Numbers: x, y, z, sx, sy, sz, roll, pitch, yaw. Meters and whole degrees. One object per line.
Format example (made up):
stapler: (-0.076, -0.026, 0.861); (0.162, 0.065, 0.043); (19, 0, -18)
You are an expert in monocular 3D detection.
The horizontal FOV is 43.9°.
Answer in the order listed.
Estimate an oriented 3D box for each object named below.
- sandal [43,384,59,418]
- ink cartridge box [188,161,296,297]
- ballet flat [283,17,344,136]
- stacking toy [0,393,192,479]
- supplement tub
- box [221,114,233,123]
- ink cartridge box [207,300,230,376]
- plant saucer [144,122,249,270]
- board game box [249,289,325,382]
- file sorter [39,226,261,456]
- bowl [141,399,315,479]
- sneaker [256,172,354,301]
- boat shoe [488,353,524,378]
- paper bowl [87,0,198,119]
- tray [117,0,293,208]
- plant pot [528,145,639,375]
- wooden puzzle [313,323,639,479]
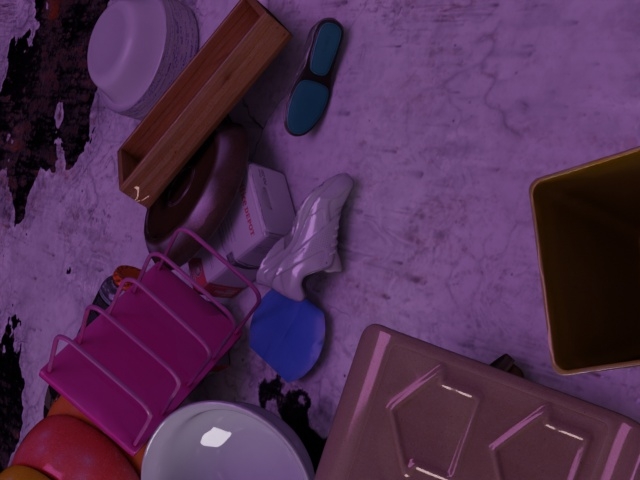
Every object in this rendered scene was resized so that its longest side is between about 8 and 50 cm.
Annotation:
sandal: (-0.489, 0.370, 1.711); (0.302, 0.086, 0.120); (5, 78, 31)
ink cartridge box: (-0.147, -0.015, 1.437); (0.218, 0.092, 0.159); (-38, 55, 36)
ballet flat: (-0.013, -0.285, 1.395); (0.068, 0.072, 0.213); (-141, 70, -72)
stacking toy: (-0.430, 0.434, 1.291); (0.350, 0.480, 0.351); (14, 119, 26)
supplement tub: (-0.424, 0.154, 1.663); (0.117, 0.117, 0.190); (47, 114, 41)
box: (-0.212, -0.192, 1.592); (0.116, 0.029, 0.162); (-50, 51, 26)
ink cartridge box: (-0.277, 0.199, 1.493); (0.176, 0.127, 0.128); (-31, 60, 38)
plant saucer: (-0.243, -0.093, 1.476); (0.310, 0.050, 0.311); (-35, 39, 35)
board game box: (-0.048, 0.155, 1.341); (0.168, 0.033, 0.133); (36, 101, 39)
file sorter: (-0.265, 0.149, 1.277); (0.202, 0.291, 0.182); (40, 142, 3)
bowl: (-0.123, 0.376, 1.253); (0.297, 0.134, 0.298); (3, 99, 21)
sneaker: (0.000, 0.000, 1.302); (0.115, 0.090, 0.232); (34, 92, 8)
boat shoe: (0.179, 0.289, 1.037); (0.104, 0.110, 0.307); (39, 103, 13)
paper bowl: (-0.411, -0.418, 1.766); (0.284, 0.148, 0.284); (-12, 73, 42)
tray: (-0.227, -0.266, 1.490); (0.411, 0.076, 0.203); (-49, 28, 11)
plant pot: (0.370, 0.027, 0.829); (0.212, 0.187, 0.212); (-18, 69, 42)
wooden puzzle: (0.167, 0.302, 0.947); (0.347, 0.080, 0.322); (20, 96, 19)
